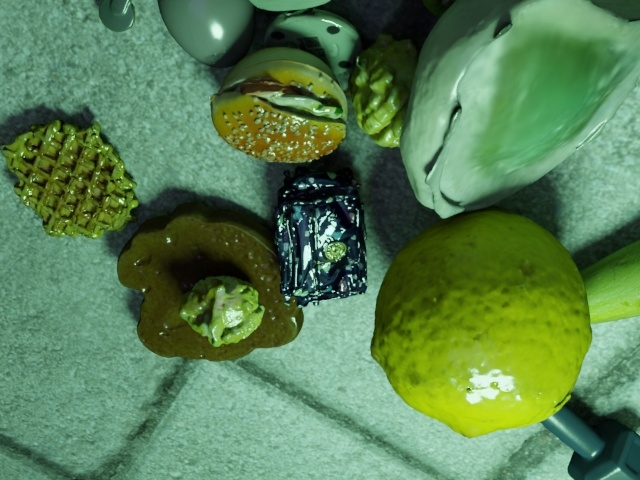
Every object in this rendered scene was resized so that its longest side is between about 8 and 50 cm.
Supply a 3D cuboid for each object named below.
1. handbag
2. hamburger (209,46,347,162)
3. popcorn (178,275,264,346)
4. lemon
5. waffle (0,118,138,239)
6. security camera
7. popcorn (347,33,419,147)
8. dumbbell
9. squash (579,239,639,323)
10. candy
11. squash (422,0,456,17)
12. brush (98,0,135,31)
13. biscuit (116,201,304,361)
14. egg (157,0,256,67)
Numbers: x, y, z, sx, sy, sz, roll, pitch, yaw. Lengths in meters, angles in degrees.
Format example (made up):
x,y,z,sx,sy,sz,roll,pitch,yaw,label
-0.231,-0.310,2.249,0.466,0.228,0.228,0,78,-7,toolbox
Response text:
x,y,z,sx,sy,sz,roll,pitch,yaw,label
0.000,0.000,1.464,0.162,0.113,0.260,-5,119,-5,handbag
-0.066,-0.205,1.336,0.237,0.147,0.236,2,151,1,hamburger
-0.178,0.125,1.531,0.145,0.126,0.125,21,98,18,popcorn
0.256,0.118,1.338,0.350,0.387,0.350,11,164,3,lemon
-0.468,-0.111,1.582,0.245,0.052,0.254,-12,116,19,waffle
-0.029,-0.358,1.266,0.157,0.080,0.301,-3,152,15,security camera
0.111,-0.231,1.298,0.143,0.173,0.173,1,119,6,popcorn
0.442,0.330,1.533,0.325,0.160,0.144,39,91,-10,dumbbell
0.491,0.091,1.406,0.288,0.137,0.137,-34,106,35,squash
0.263,-0.208,1.179,0.186,0.386,0.426,54,143,31,candy
0.187,-0.368,1.179,0.095,0.188,0.095,8,120,14,squash
-0.291,-0.458,1.356,0.062,0.027,0.266,30,118,-3,brush
-0.219,0.098,1.621,0.381,0.074,0.359,-35,105,30,biscuit
-0.174,-0.363,1.302,0.147,0.146,0.198,-6,126,18,egg
